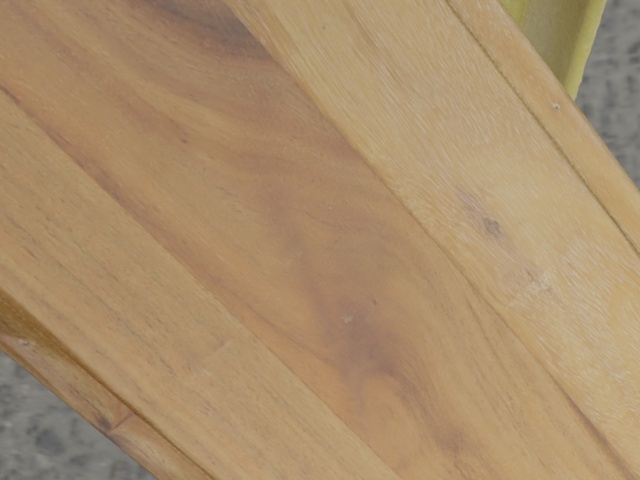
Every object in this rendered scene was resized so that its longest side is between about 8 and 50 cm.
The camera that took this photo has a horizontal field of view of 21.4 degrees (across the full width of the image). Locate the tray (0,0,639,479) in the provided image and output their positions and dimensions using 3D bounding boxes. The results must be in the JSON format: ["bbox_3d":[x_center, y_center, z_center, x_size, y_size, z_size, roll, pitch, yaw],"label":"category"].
[{"bbox_3d":[0.000,0.000,0.618,0.203,0.076,0.411,-42,125,2],"label":"tray"}]

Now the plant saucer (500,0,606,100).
[{"bbox_3d":[0.012,-0.183,1.058,0.333,0.333,0.081,14,67,5],"label":"plant saucer"}]
